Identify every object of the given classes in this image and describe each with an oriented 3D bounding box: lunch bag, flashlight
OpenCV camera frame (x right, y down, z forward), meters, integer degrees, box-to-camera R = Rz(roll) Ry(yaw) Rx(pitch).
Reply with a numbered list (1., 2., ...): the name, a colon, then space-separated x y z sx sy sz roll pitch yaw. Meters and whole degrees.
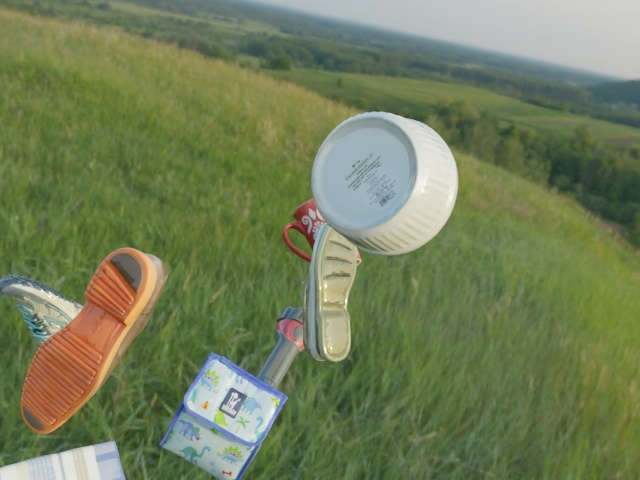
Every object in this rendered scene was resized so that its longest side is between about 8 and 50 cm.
1. lunch bag: -0.135 0.250 1.053 0.128 0.151 0.096 30 13 0
2. flashlight: -0.107 0.287 1.720 0.103 0.103 0.304 6 42 27

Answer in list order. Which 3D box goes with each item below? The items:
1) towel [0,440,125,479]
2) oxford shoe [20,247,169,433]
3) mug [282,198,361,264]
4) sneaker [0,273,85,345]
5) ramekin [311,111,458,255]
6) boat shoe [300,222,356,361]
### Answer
1. towel: -0.498 0.517 1.437 0.034 0.209 0.285 -29 -18 36
2. oxford shoe: -0.381 0.182 1.292 0.130 0.364 0.132 39 4 16
3. mug: 0.005 0.001 1.738 0.169 0.150 0.113 64 10 16
4. sneaker: -0.579 0.171 1.588 0.110 0.122 0.283 20 -15 42
5. ramekin: 0.084 -0.087 1.070 0.207 0.207 0.109 21 2 29
6. boat shoe: 0.005 0.107 1.607 0.113 0.303 0.103 13 -12 -37
